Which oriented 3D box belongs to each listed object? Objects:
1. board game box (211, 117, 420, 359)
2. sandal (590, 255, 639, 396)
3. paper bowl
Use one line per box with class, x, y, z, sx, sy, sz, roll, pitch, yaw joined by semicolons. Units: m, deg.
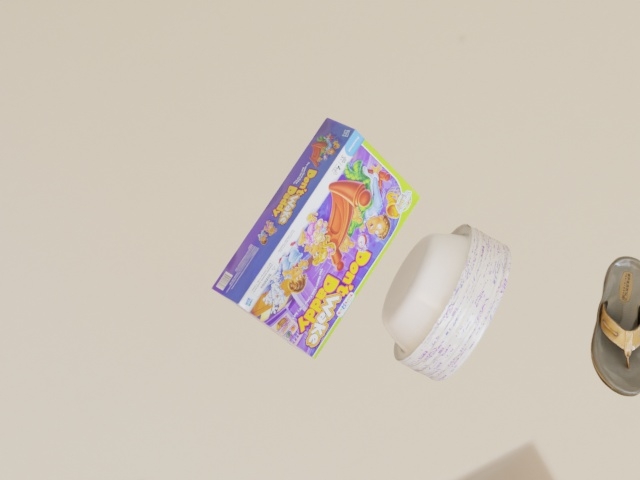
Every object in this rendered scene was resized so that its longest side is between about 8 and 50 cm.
board game box;0.000;0.000;2.012;0.078;0.347;0.233;27;-9;43
sandal;0.463;0.124;1.782;0.060;0.090;0.219;93;9;-74
paper bowl;0.216;0.101;2.157;0.148;0.284;0.284;29;-7;-8
